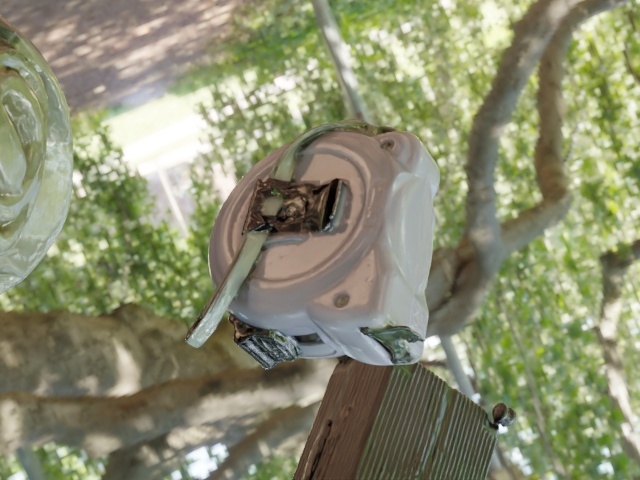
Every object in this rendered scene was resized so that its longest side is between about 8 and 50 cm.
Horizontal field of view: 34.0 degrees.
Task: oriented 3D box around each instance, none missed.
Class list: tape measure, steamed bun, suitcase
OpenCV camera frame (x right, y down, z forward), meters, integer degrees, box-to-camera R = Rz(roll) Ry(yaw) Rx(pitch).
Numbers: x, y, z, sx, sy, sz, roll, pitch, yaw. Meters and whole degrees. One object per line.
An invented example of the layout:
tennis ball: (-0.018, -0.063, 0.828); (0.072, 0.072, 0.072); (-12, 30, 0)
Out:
tape measure: (-0.003, 0.003, 0.783); (0.178, 0.105, 0.196); (-14, -127, 26)
steamed bun: (-0.392, -0.106, 1.054); (0.255, 0.342, 0.368); (-15, 173, 29)
suitcase: (0.089, 0.321, 1.367); (0.152, 0.230, 0.335); (-20, -140, 52)
